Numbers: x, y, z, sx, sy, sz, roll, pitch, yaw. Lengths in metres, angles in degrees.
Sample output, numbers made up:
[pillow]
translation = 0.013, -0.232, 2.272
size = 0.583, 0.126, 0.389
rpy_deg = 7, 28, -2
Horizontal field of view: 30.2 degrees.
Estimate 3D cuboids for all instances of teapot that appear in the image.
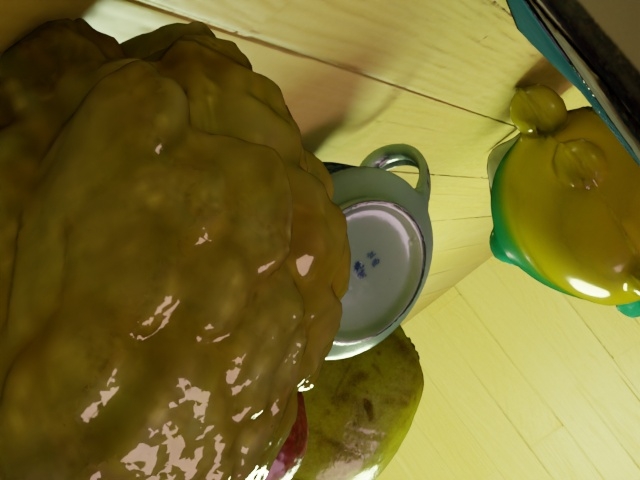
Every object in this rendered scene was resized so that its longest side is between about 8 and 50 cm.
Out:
[teapot]
translation = 0.000, 0.000, 0.967
size = 0.232, 0.159, 0.159
rpy_deg = -39, 171, -13

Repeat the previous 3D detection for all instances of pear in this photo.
[pear]
translation = -0.020, 0.208, 1.484
size = 0.321, 0.269, 0.269
rpy_deg = -26, 172, 10

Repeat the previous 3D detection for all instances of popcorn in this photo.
[popcorn]
translation = -0.112, 0.048, 0.511
size = 0.286, 0.225, 0.173
rpy_deg = -37, 138, 13

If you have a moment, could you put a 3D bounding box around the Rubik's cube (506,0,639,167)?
[Rubik's cube]
translation = 0.319, -0.154, 0.793
size = 0.310, 0.307, 0.305
rpy_deg = -38, 169, 9

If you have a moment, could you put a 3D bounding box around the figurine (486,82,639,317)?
[figurine]
translation = 0.302, -0.040, 1.360
size = 0.231, 0.324, 0.340
rpy_deg = -33, -175, 5

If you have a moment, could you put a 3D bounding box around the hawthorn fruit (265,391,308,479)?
[hawthorn fruit]
translation = -0.138, 0.162, 1.025
size = 0.253, 0.205, 0.205
rpy_deg = -30, 169, -10
